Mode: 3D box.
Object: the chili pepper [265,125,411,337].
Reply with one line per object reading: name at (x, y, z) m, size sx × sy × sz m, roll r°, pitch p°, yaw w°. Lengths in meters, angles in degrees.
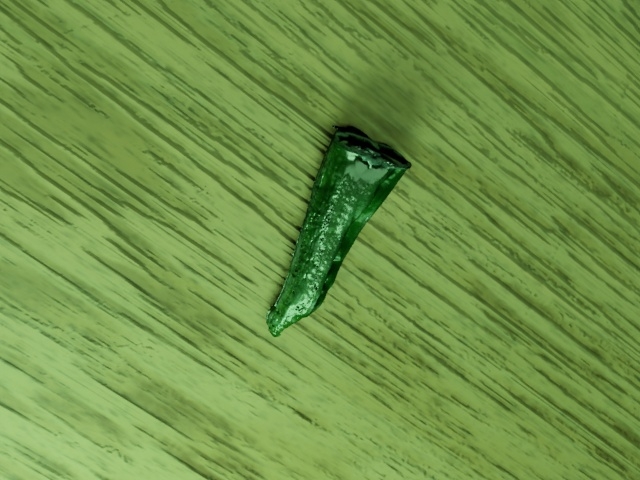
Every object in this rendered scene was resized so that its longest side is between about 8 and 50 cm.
chili pepper at (0.000, 0.000, 1.588) m, size 0.088 × 0.059 × 0.227 m, roll 22°, pitch 109°, yaw -20°
